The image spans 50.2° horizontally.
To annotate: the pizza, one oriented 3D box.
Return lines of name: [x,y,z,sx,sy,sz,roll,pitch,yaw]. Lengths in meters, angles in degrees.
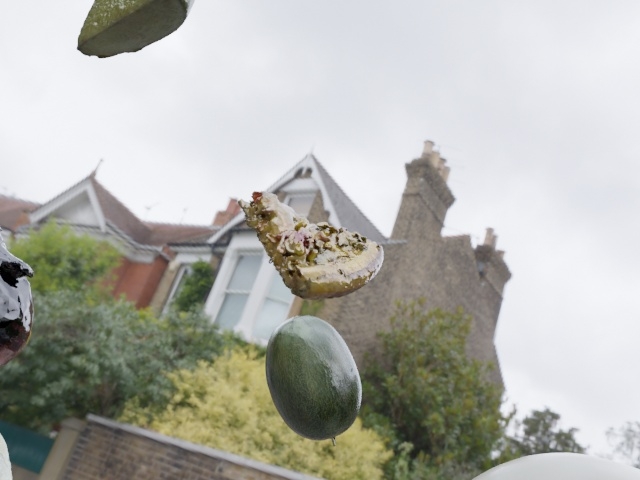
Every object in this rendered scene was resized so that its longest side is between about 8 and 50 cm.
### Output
pizza: [0.000,0.000,1.243,0.251,0.074,0.287,6,35,-39]

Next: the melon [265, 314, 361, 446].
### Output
melon: [-0.008,0.175,0.849,0.114,0.167,0.114,-20,-5,-2]

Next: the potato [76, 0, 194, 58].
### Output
potato: [-0.305,-0.442,1.261,0.255,0.269,0.112,21,-1,43]

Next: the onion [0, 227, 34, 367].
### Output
onion: [-0.485,0.064,0.861,0.281,0.221,0.281,41,-12,11]

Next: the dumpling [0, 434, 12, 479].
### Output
dumpling: [-0.651,0.370,1.238,0.252,0.131,0.179,30,4,10]

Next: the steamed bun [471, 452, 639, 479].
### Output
steamed bun: [0.184,0.352,0.528,0.334,0.374,0.334,38,-8,7]
